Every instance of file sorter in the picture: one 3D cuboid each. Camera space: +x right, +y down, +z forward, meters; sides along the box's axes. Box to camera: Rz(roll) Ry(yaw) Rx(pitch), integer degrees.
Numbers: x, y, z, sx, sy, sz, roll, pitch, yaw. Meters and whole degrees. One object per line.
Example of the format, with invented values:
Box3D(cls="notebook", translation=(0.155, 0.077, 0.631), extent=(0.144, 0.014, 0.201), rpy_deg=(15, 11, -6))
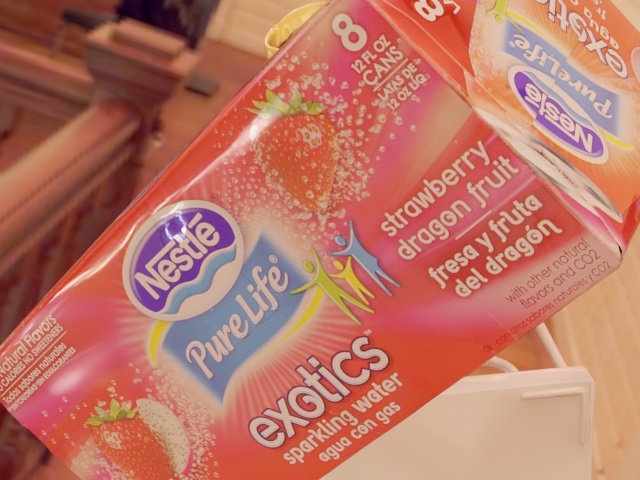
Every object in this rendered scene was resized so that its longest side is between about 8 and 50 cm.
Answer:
Box3D(cls="file sorter", translation=(0.062, 0.179, 0.953), extent=(0.193, 0.278, 0.173), rpy_deg=(-5, 26, -5))

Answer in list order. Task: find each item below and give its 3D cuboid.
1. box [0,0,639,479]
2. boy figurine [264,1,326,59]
Box3D(cls="box", translation=(0.000, 0.000, 0.540), extent=(0.122, 0.257, 0.128), rpy_deg=(44, 39, -6))
Box3D(cls="boy figurine", translation=(0.036, -0.154, 0.998), extent=(0.092, 0.177, 0.285), rpy_deg=(53, -13, -6))
